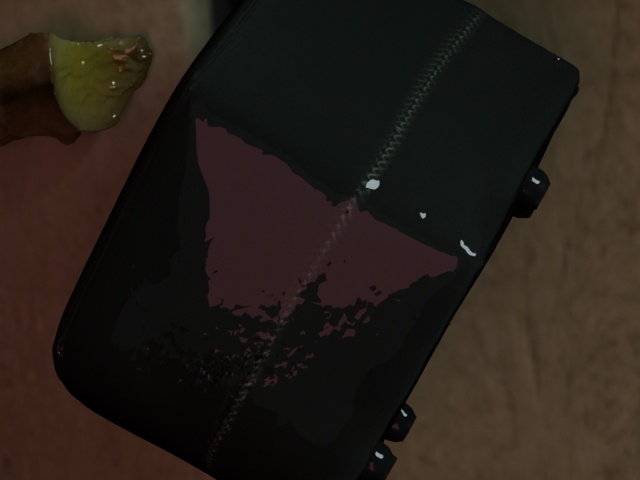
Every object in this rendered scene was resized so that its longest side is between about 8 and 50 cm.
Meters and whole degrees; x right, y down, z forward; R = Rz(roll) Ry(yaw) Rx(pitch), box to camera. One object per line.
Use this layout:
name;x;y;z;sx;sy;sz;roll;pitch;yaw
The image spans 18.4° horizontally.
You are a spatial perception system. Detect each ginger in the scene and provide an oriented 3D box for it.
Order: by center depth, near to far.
ginger;-0.143;-0.065;0.904;0.137;0.044;0.057;-17;121;20

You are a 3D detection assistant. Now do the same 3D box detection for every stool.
stool;0.000;0.000;0.796;0.141;0.232;0.232;30;113;5
